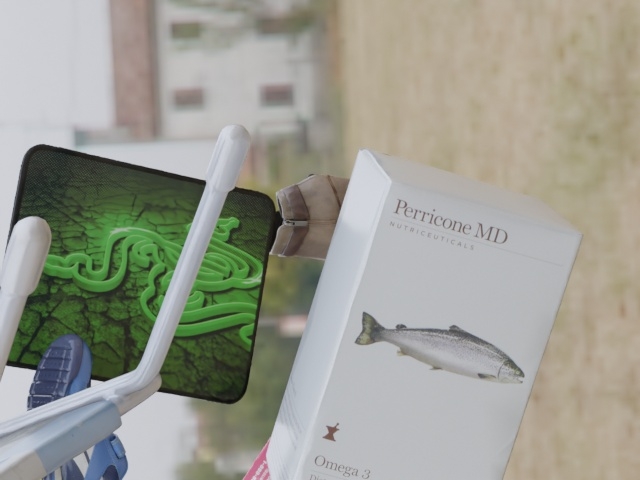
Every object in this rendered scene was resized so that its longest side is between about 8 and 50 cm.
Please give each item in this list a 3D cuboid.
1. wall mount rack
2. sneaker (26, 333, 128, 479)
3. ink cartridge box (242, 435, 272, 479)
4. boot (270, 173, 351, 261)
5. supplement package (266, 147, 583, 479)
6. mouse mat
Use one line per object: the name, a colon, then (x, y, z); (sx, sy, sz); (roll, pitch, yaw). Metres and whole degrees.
wall mount rack: (-0.177, 0.072, 1.025); (0.130, 0.304, 0.350); (64, -151, -4)
sneaker: (-0.160, 0.133, 1.294); (0.053, 0.059, 0.144); (6, 94, 59)
ink cartridge box: (0.018, 0.296, 1.575); (0.172, 0.237, 0.100); (-57, -31, 9)
boot: (0.000, 0.000, 1.484); (0.042, 0.087, 0.118); (-126, 33, -52)
supplement package: (0.049, 0.057, 0.995); (0.105, 0.105, 0.179); (-114, 40, -77)
mouse mat: (-0.126, 0.025, 1.340); (0.007, 0.189, 0.152); (-6, 74, 64)
